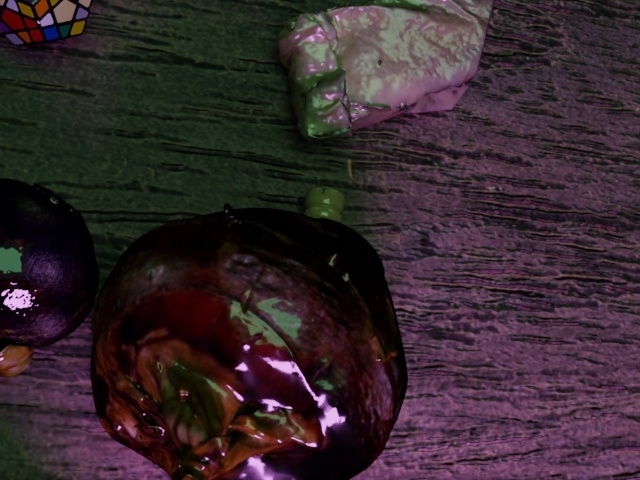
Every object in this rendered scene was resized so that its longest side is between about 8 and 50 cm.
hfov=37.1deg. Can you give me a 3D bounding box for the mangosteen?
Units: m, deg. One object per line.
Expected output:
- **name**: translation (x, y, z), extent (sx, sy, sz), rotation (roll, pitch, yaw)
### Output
- **mangosteen**: translation (-0.331, 0.050, 0.974), extent (0.194, 0.194, 0.230), rotation (29, 89, -9)

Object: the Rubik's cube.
- **Rubik's cube**: translation (-0.319, -0.282, 1.079), extent (0.112, 0.133, 0.133), rotation (13, 74, -27)

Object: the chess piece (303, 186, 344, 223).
- **chess piece**: translation (0.000, 0.000, 1.151), extent (0.066, 0.066, 0.122), rotation (15, 68, -14)

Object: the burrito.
- **burrito**: translation (0.107, -0.238, 1.216), extent (0.348, 0.107, 0.175), rotation (-23, 101, -19)

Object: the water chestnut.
- **water chestnut**: translation (-0.084, 0.138, 0.955), extent (0.335, 0.335, 0.347), rotation (36, 37, -7)
